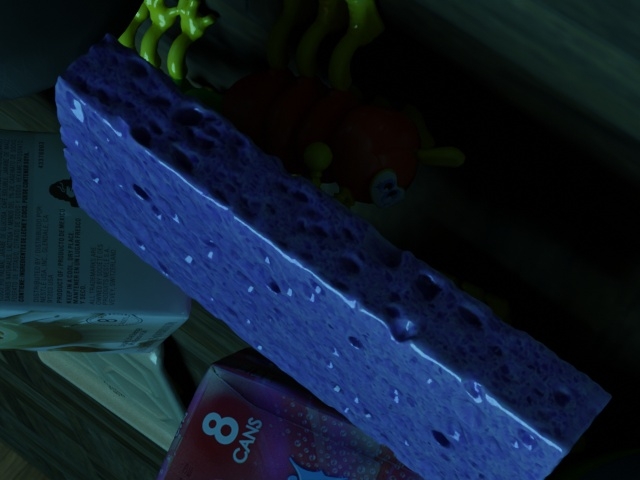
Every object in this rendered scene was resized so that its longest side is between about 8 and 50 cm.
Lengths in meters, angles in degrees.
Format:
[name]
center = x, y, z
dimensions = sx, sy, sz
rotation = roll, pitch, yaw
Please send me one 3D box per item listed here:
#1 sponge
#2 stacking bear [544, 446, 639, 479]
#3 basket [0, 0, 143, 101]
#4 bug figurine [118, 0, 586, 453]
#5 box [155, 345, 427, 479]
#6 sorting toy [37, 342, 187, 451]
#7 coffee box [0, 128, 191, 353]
[sponge]
center = -0.004, 0.018, 0.528
dimensions = 0.210, 0.031, 0.117
rotation = 37, 160, 10
[stacking bear]
center = 0.139, 0.169, 0.655
dimensions = 0.164, 0.175, 0.289
rotation = 54, 168, -5
[basket]
center = -0.124, -0.140, 0.429
dimensions = 0.154, 0.204, 0.227
rotation = -6, 165, -1
[bug figurine]
center = 0.000, 0.000, 0.643
dimensions = 0.216, 0.072, 0.279
rotation = 23, 156, 39
[box]
center = -0.009, 0.146, 0.717
dimensions = 0.142, 0.154, 0.300
rotation = 24, 178, 1
[sorting toy]
center = -0.185, 0.085, 1.245
dimensions = 0.193, 0.038, 0.208
rotation = 32, 155, 21
[coffee box]
center = -0.200, 0.001, 0.778
dimensions = 0.247, 0.098, 0.141
rotation = 3, 167, -14
